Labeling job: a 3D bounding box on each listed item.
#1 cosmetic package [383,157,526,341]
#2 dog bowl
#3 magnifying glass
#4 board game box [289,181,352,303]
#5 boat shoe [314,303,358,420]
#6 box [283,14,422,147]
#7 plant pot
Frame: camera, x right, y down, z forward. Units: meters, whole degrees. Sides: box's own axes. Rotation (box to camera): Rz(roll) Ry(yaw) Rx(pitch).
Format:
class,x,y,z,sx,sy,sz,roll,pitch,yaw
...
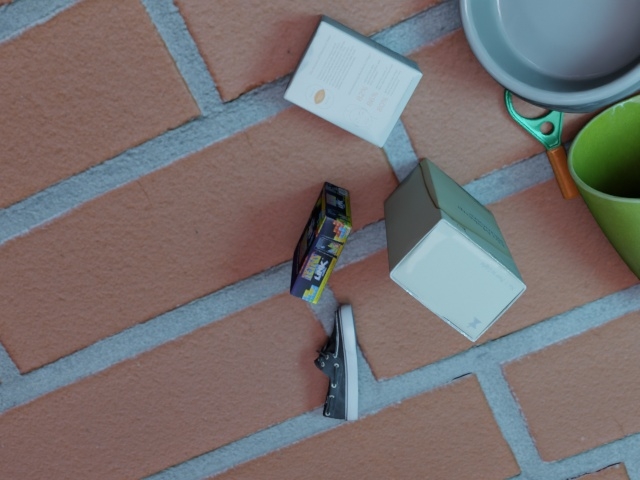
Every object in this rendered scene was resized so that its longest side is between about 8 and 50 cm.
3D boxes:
class,x,y,z,sx,sy,sz,roll,pitch,yaw
cosmetic package,0.188,0.002,1.258,0.160,0.309,0.113,38,107,-12
dog bowl,0.349,-0.343,1.159,0.348,0.102,0.349,7,106,27
magnifying glass,0.362,-0.171,1.341,0.092,0.026,0.231,-23,106,10
board game box,0.000,0.000,1.339,0.048,0.170,0.141,23,109,-9
boat shoe,0.027,0.217,1.477,0.076,0.080,0.229,-2,118,1
box,0.048,-0.244,1.287,0.170,0.091,0.130,27,110,-8
plant pot,0.546,-0.038,1.279,0.274,0.275,0.294,-22,124,10
